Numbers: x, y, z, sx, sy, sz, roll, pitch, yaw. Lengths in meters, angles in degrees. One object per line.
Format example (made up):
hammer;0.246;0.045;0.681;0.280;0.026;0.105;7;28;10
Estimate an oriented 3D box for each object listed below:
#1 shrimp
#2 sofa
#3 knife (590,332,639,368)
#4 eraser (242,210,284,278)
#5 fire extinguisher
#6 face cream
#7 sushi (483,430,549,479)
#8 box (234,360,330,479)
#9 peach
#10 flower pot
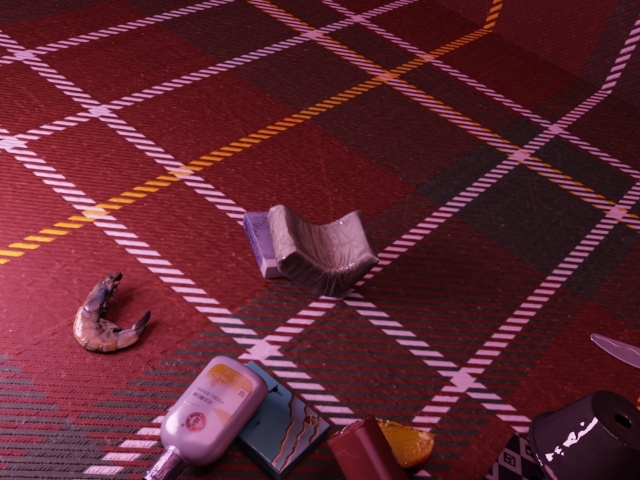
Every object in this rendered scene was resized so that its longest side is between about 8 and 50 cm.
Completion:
shrimp;-0.458;0.161;1.675;0.150;0.051;0.217;17;48;-4
sofa;0.000;0.000;1.855;0.225;0.176;0.210;31;29;-32
knife;0.868;0.315;1.952;0.335;0.043;0.081;14;46;7
eraser;-0.132;0.007;1.953;0.091;0.046;0.213;-4;44;-23
fire extinguisher;0.152;0.484;1.381;0.147;0.106;0.337;-27;71;-10
face cream;-0.233;0.360;1.458;0.143;0.071;0.291;28;57;20
sushi;0.434;0.557;1.484;0.292;0.059;0.294;43;33;18
box;-0.117;0.367;1.550;0.229;0.042;0.162;35;45;21
peach;0.149;0.428;1.533;0.172;0.092;0.127;-1;49;-31
flower pot;0.596;0.430;1.588;0.268;0.166;0.269;18;36;-14
